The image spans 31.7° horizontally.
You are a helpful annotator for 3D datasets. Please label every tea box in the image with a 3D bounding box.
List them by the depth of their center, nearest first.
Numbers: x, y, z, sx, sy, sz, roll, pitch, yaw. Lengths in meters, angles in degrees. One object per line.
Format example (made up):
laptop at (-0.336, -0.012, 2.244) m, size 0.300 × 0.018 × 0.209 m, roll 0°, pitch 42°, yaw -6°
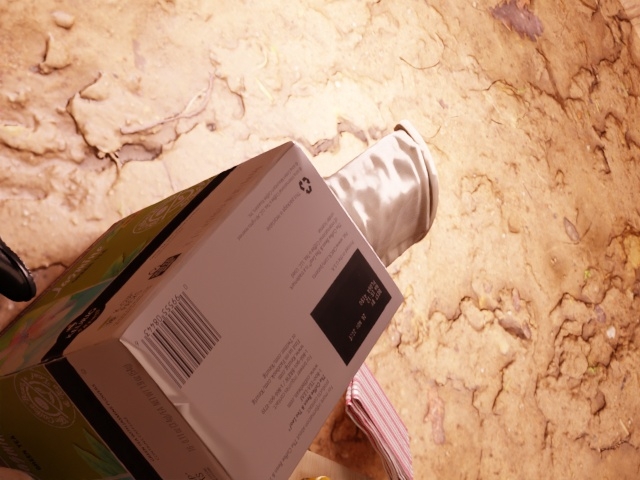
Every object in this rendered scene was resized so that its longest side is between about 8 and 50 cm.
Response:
tea box at (-0.148, 0.110, 1.146) m, size 0.220 × 0.324 × 0.329 m, roll 54°, pitch 43°, yaw -16°

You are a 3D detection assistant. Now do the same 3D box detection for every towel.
towel at (0.073, 0.235, 1.486) m, size 0.144 × 0.029 × 0.197 m, roll 59°, pitch 8°, yaw -11°

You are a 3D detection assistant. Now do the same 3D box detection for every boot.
boot at (-0.365, 0.032, 1.164) m, size 0.121 × 0.045 × 0.099 m, roll 54°, pitch 41°, yaw -4°

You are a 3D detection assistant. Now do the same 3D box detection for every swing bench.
swing bench at (0.000, 0.000, 1.399) m, size 0.253 × 0.255 × 0.165 m, roll -37°, pitch 101°, yaw -47°

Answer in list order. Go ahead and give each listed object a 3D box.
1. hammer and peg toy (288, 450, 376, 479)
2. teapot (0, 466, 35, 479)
hammer and peg toy at (-0.040, 0.410, 1.277) m, size 0.266 × 0.127 × 0.361 m, roll 31°, pitch 53°, yaw -34°
teapot at (-0.334, 0.317, 0.949) m, size 0.252 × 0.256 × 0.187 m, roll -82°, pitch 164°, yaw -81°
